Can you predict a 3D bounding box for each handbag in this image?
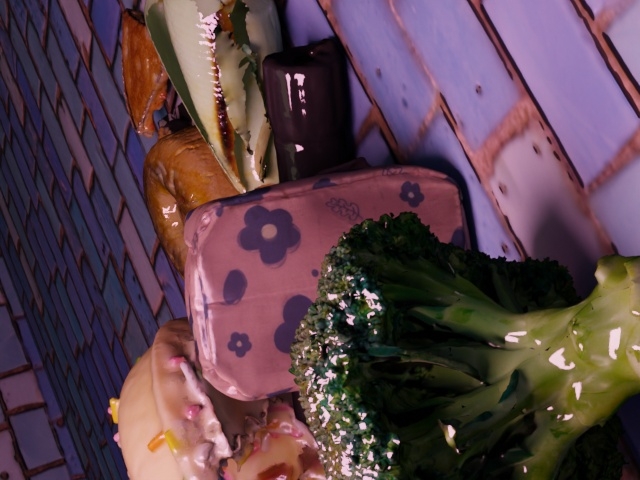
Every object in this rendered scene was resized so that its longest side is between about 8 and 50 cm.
[{"bbox_3d":[-0.004,0.028,1.139,0.193,0.251,0.190,-170,71,-76],"label":"handbag"}]

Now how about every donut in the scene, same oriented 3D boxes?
[{"bbox_3d":[-0.088,0.233,1.411,0.371,0.150,0.307,42,-160,-39],"label":"donut"},{"bbox_3d":[-0.116,-0.032,1.499,0.261,0.128,0.208,51,149,39],"label":"donut"}]

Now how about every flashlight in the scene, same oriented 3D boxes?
[{"bbox_3d":[0.000,0.000,1.308,0.103,0.103,0.424,35,135,57],"label":"flashlight"}]

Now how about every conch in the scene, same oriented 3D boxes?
[{"bbox_3d":[-0.093,-0.174,1.324,0.143,0.137,0.250,-22,83,33],"label":"conch"}]

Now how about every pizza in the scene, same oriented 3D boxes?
[{"bbox_3d":[-0.229,-0.252,1.720,0.176,0.036,0.184,-36,62,53],"label":"pizza"}]

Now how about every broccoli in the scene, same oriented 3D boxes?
[{"bbox_3d":[0.122,0.096,0.864,0.297,0.297,0.297,-39,68,40],"label":"broccoli"}]

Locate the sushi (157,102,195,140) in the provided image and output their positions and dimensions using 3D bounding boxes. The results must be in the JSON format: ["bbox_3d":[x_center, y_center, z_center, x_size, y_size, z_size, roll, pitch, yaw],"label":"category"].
[{"bbox_3d":[-0.174,-0.042,1.731,0.264,0.050,0.290,-16,92,68],"label":"sushi"}]
